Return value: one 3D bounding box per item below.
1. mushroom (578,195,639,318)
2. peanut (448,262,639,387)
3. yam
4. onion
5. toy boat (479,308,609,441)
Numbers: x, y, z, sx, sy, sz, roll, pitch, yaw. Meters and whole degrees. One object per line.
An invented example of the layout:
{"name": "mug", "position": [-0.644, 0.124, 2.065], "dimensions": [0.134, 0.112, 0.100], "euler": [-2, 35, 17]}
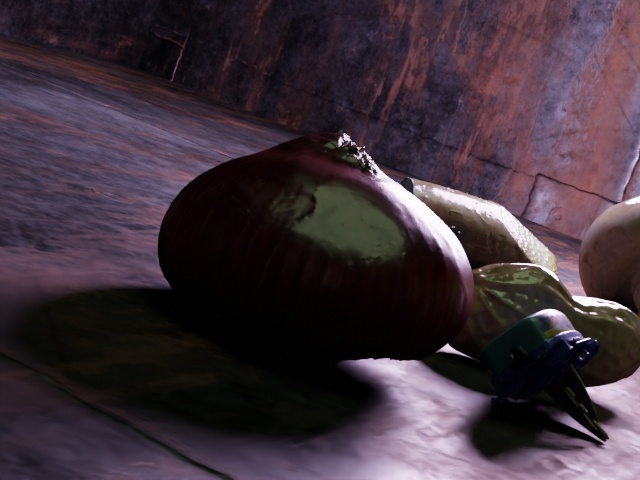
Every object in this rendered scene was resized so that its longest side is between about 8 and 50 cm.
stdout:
{"name": "mushroom", "position": [0.459, 0.058, 1.664], "dimensions": [0.243, 0.243, 0.243], "euler": [19, 8, -3]}
{"name": "peanut", "position": [0.206, 0.078, 1.171], "dimensions": [0.214, 0.099, 0.090], "euler": [19, -3, -19]}
{"name": "yam", "position": [0.231, -0.008, 1.834], "dimensions": [0.259, 0.106, 0.106], "euler": [17, 8, -6]}
{"name": "onion", "position": [-0.004, 0.011, 0.967], "dimensions": [0.248, 0.161, 0.248], "euler": [2, 21, -1]}
{"name": "toy boat", "position": [0.192, 0.116, 1.018], "dimensions": [0.110, 0.091, 0.175], "euler": [58, 16, 15]}
